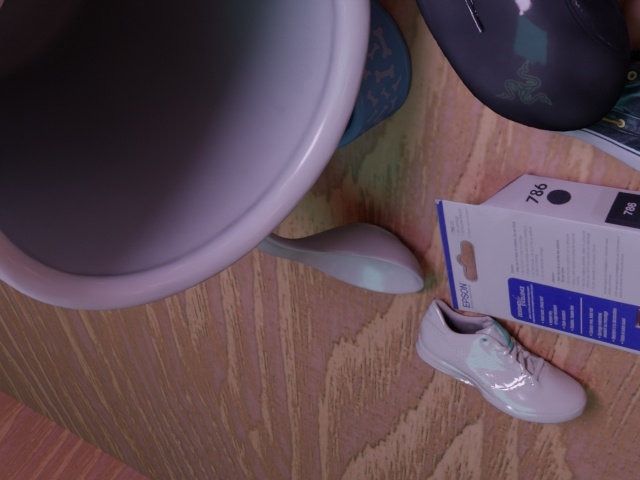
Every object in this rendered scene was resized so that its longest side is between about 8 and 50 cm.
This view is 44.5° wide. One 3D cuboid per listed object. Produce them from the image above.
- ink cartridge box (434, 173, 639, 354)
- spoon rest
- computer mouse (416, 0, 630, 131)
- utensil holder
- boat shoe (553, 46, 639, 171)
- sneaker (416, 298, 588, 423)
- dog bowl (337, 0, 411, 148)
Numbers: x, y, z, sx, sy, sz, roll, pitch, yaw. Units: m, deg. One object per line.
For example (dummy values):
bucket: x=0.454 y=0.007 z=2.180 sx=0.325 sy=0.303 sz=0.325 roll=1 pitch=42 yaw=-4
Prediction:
ink cartridge box: x=0.278 y=0.030 z=0.732 sx=0.333 sy=0.065 sz=0.165 roll=13 pitch=139 yaw=29
spoon rest: x=0.000 y=0.000 z=0.875 sx=0.276 sy=0.084 sz=0.137 roll=33 pitch=157 yaw=-26
computer mouse: x=0.109 y=-0.188 z=0.555 sx=0.272 sy=0.072 sz=0.188 roll=57 pitch=141 yaw=1
utensil holder: x=-0.209 y=-0.183 z=0.616 sx=0.385 sy=0.328 sz=0.327 roll=36 pitch=150 yaw=33
boat shoe: x=0.217 y=-0.123 z=0.612 sx=0.183 sy=0.065 sz=0.083 roll=25 pitch=142 yaw=7
sneaker: x=0.211 y=0.136 z=0.913 sx=0.212 sy=0.080 sz=0.094 roll=23 pitch=132 yaw=22
dog bowl: x=-0.057 y=-0.169 z=0.786 sx=0.297 sy=0.074 sz=0.165 roll=9 pitch=137 yaw=36
